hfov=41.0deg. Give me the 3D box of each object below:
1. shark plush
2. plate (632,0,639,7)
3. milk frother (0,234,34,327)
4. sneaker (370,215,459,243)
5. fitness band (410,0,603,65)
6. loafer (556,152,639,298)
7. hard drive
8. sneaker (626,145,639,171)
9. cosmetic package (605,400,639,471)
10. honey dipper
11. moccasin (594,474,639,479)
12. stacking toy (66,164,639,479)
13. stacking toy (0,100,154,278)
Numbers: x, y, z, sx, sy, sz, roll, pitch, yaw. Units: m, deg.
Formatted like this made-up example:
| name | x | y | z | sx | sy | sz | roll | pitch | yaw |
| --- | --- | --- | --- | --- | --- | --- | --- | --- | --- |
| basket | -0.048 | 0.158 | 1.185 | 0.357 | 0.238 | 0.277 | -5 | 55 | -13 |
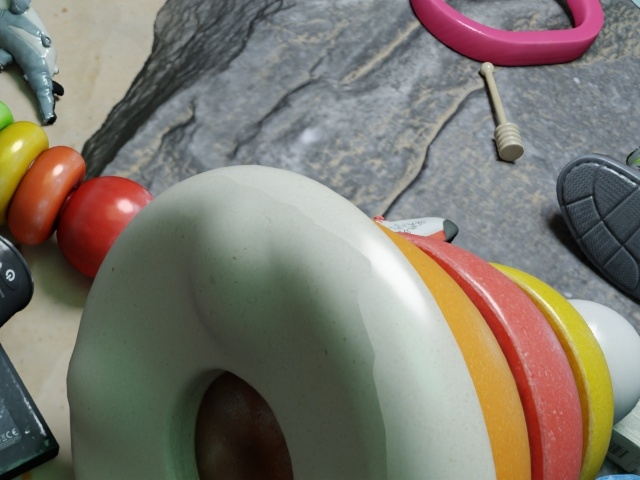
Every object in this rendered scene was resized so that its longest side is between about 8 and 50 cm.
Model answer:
| name | x | y | z | sx | sy | sz | roll | pitch | yaw |
| --- | --- | --- | --- | --- | --- | --- | --- | --- | --- |
| shark plush | -0.299 | -0.182 | 0.856 | 0.067 | 0.073 | 0.161 | -25 | 86 | -14 |
| plate | 0.567 | -0.406 | 1.388 | 0.188 | 0.024 | 0.188 | 11 | 51 | -13 |
| milk frother | -0.306 | 0.051 | 0.601 | 0.129 | 0.143 | 0.135 | 52 | 33 | -16 |
| sneaker | 0.000 | 0.000 | 0.792 | 0.270 | 0.090 | 0.145 | -28 | 71 | -33 |
| fitness band | 0.258 | -0.329 | 1.185 | 0.291 | 0.054 | 0.209 | -10 | 61 | -27 |
| loafer | 0.385 | 0.016 | 0.947 | 0.302 | 0.109 | 0.095 | 44 | 31 | 6 |
| hard drive | -0.267 | 0.121 | 0.631 | 0.094 | 0.022 | 0.135 | -23 | 66 | -34 |
| sneaker | 0.393 | -0.072 | 1.038 | 0.188 | 0.067 | 0.078 | -24 | 45 | -33 |
| cosmetic package | 0.296 | 0.157 | 0.824 | 0.060 | 0.041 | 0.115 | 34 | 49 | 6 |
| honey dipper | 0.218 | -0.165 | 1.052 | 0.030 | 0.030 | 0.161 | 8 | 50 | -17 |
| moccasin | 0.327 | 0.303 | 0.680 | 0.342 | 0.117 | 0.138 | 30 | 59 | -4 |
| stacking toy | 0.092 | 0.123 | 0.642 | 0.480 | 0.350 | 0.350 | -3 | 54 | -45 |
| stacking toy | -0.282 | -0.071 | 0.712 | 0.330 | 0.141 | 0.141 | 26 | 48 | -7 |
